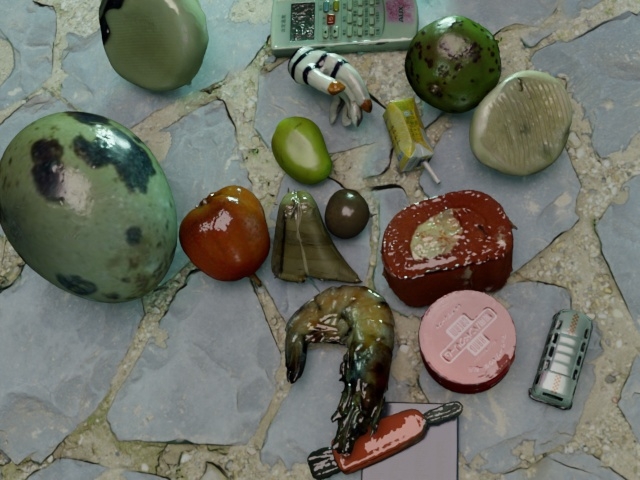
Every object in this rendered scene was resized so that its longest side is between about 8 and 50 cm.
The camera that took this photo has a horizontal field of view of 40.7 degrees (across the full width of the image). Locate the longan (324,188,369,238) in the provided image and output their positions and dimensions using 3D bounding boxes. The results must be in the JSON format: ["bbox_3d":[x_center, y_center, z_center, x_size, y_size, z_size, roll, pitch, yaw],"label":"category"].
[{"bbox_3d":[0.052,-0.057,1.836,0.113,0.092,0.113,-18,67,50],"label":"longan"}]

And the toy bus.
[{"bbox_3d":[0.472,0.223,1.673,0.087,0.089,0.194,18,74,14],"label":"toy bus"}]

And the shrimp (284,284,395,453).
[{"bbox_3d":[0.029,0.246,1.720,0.233,0.071,0.365,2,58,16],"label":"shrimp"}]

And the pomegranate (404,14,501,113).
[{"bbox_3d":[0.294,-0.390,1.857,0.211,0.211,0.263,24,50,16],"label":"pomegranate"}]

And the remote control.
[{"bbox_3d":[0.055,-0.504,2.005,0.344,0.050,0.145,-3,71,9],"label":"remote control"}]

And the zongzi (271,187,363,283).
[{"bbox_3d":[0.000,0.000,1.797,0.197,0.099,0.195,8,114,5],"label":"zongzi"}]

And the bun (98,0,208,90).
[{"bbox_3d":[-0.364,-0.489,1.984,0.283,0.283,0.179,24,38,16],"label":"bun"}]

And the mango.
[{"bbox_3d":[-0.045,-0.197,1.897,0.117,0.089,0.163,-20,70,2],"label":"mango"}]

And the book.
[{"bbox_3d":[0.173,0.450,1.680,0.190,0.025,0.269,0,72,9],"label":"book"}]

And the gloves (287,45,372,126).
[{"bbox_3d":[0.035,-0.348,1.911,0.218,0.140,0.131,27,69,24],"label":"gloves"}]

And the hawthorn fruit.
[{"bbox_3d":[-0.188,0.006,1.823,0.196,0.196,0.225,-32,98,-2],"label":"hawthorn fruit"}]

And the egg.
[{"bbox_3d":[-0.478,-0.064,1.789,0.345,0.345,0.428,-31,77,-2],"label":"egg"}]

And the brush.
[{"bbox_3d":[0.127,0.384,1.672,0.323,0.051,0.070,-23,62,5],"label":"brush"}]

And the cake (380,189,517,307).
[{"bbox_3d":[0.257,0.015,1.750,0.283,0.151,0.177,-14,58,4],"label":"cake"}]

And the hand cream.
[{"bbox_3d":[0.287,0.201,1.691,0.193,0.125,0.193,-3,72,9],"label":"hand cream"}]

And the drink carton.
[{"bbox_3d":[0.197,-0.205,1.866,0.074,0.084,0.200,-9,68,-18],"label":"drink carton"}]

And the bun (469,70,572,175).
[{"bbox_3d":[0.413,-0.238,1.806,0.237,0.116,0.210,-31,100,-7],"label":"bun"}]
